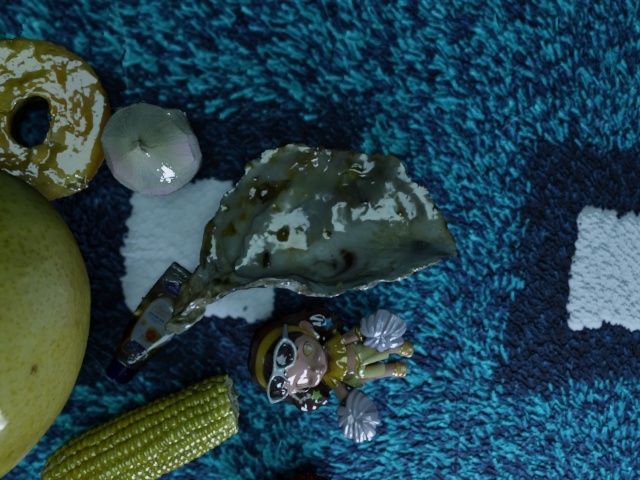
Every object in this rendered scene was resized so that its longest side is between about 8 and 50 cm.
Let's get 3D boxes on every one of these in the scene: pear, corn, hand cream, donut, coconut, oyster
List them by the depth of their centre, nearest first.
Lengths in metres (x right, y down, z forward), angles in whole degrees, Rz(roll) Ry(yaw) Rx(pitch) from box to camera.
[{"bbox_3d":[-0.376,0.080,0.380,0.315,0.314,0.313,-1,95,-11],"label":"pear"},{"bbox_3d":[-0.193,-0.107,0.483,0.110,0.124,0.110,-1,98,-11],"label":"coconut"},{"bbox_3d":[-0.327,-0.136,0.487,0.162,0.065,0.178,27,88,-18],"label":"donut"},{"bbox_3d":[-0.219,0.255,0.530,0.244,0.093,0.093,-25,100,-9],"label":"corn"},{"bbox_3d":[-0.217,0.110,0.546,0.062,0.039,0.163,34,86,3],"label":"hand cream"},{"bbox_3d":[-0.018,-0.021,0.551,0.397,0.111,0.204,-12,81,-12],"label":"oyster"}]

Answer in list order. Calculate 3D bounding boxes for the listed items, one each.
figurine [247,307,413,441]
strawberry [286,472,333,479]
[{"bbox_3d":[0.024,0.160,0.559,0.240,0.116,0.174,10,95,-18],"label":"figurine"},{"bbox_3d":[-0.022,0.392,0.585,0.145,0.086,0.145,-1,96,-10],"label":"strawberry"}]
